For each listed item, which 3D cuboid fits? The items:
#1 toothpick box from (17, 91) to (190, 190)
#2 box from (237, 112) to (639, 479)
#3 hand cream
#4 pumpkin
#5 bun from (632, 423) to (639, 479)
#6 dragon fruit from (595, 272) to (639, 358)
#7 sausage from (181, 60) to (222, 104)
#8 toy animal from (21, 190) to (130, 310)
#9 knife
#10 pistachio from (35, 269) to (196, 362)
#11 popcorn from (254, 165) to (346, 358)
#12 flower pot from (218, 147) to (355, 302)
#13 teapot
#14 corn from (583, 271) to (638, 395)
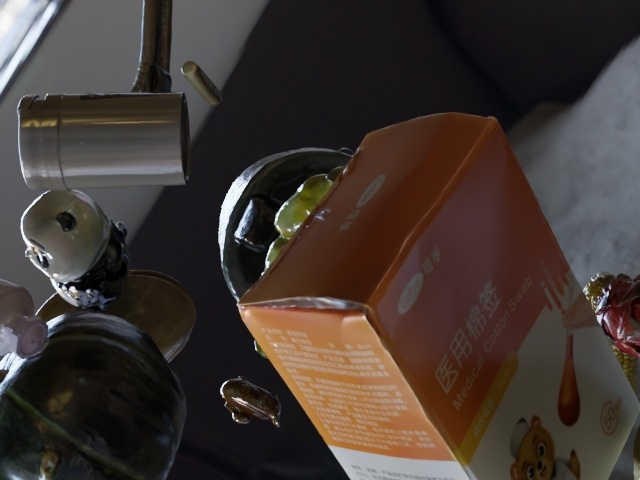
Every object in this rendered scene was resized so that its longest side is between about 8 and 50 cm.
[{"bbox_3d":[-0.242,-0.113,1.423,0.111,0.181,0.111,-1,-90,-90],"label":"toothpick box"},{"bbox_3d":[0.109,0.096,1.031,0.143,0.341,0.225,-1,41,42],"label":"box"},{"bbox_3d":[-0.245,0.040,0.862,0.053,0.142,0.084,-53,-30,-25],"label":"hand cream"},{"bbox_3d":[-0.312,0.240,1.560,0.323,0.241,0.323,-52,17,23],"label":"pumpkin"},{"bbox_3d":[0.338,0.196,1.021,0.127,0.222,0.222,-8,-31,-39],"label":"bun"},{"bbox_3d":[0.455,0.104,1.759,0.130,0.142,0.121,21,-118,-62],"label":"dragon fruit"},{"bbox_3d":[-0.151,-0.201,1.631,0.024,0.024,0.132,-60,-16,-5],"label":"sausage"},{"bbox_3d":[-0.367,0.002,1.856,0.138,0.179,0.166,-44,47,-2],"label":"toy animal"},{"bbox_3d":[-0.228,-0.281,1.750,0.089,0.043,0.365,57,-150,-57],"label":"knife"},{"bbox_3d":[-0.332,0.144,2.007,0.260,0.213,0.163,-43,29,0],"label":"pistachio"},{"bbox_3d":[0.066,0.081,1.524,0.274,0.279,0.335,-24,-22,-22],"label":"popcorn"},{"bbox_3d":[0.000,0.000,1.867,0.299,0.299,0.283,-59,13,2],"label":"flower pot"},{"bbox_3d":[-0.128,0.304,2.316,0.098,0.129,0.078,87,-151,-73],"label":"teapot"},{"bbox_3d":[0.433,0.155,1.870,0.080,0.080,0.238,-79,-19,-67],"label":"corn"}]
